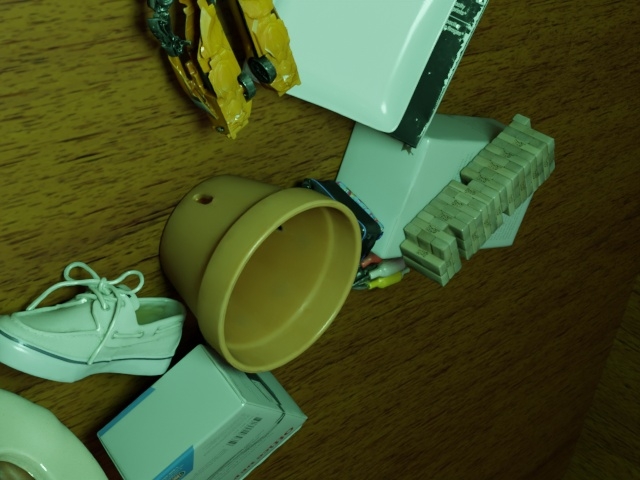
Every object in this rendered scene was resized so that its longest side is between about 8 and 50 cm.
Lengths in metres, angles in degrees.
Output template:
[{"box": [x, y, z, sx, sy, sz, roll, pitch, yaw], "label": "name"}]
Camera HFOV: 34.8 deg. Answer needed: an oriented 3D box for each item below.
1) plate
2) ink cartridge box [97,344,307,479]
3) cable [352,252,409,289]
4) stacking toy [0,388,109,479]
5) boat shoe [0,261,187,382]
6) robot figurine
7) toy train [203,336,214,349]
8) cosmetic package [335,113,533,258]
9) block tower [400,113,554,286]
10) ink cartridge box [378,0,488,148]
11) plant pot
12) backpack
[{"box": [0.048, -0.332, 1.538, 0.277, 0.045, 0.278, 18, 104, -27], "label": "plate"}, {"box": [-0.183, 0.306, 1.676, 0.223, 0.129, 0.307, -42, 158, 3], "label": "ink cartridge box"}, {"box": [0.063, 0.076, 1.946, 0.287, 0.072, 0.139, -37, 136, -28], "label": "cable"}, {"box": [-0.531, 0.456, 1.368, 0.480, 0.350, 0.351, -42, 148, 11], "label": "stacking toy"}, {"box": [-0.307, 0.105, 1.439, 0.367, 0.136, 0.156, 14, 106, -58], "label": "boat shoe"}, {"box": [-0.133, -0.291, 1.364, 0.211, 0.085, 0.291, -42, 134, -22], "label": "robot figurine"}, {"box": [-0.122, 0.135, 1.756, 0.184, 0.080, 0.105, -43, 153, -24], "label": "toy train"}, {"box": [0.230, -0.110, 1.927, 0.453, 0.161, 0.230, -4, 119, -51], "label": "cosmetic package"}, {"box": [0.285, -0.074, 1.797, 0.335, 0.097, 0.091, -46, 145, -19], "label": "block tower"}, {"box": [0.156, -0.350, 1.626, 0.069, 0.176, 0.370, -50, 166, -81], "label": "ink cartridge box"}, {"box": [-0.109, 0.029, 1.568, 0.291, 0.203, 0.290, -33, 139, -34], "label": "plant pot"}, {"box": [0.000, 0.000, 1.734, 0.173, 0.158, 0.117, -53, 160, 20], "label": "backpack"}]
